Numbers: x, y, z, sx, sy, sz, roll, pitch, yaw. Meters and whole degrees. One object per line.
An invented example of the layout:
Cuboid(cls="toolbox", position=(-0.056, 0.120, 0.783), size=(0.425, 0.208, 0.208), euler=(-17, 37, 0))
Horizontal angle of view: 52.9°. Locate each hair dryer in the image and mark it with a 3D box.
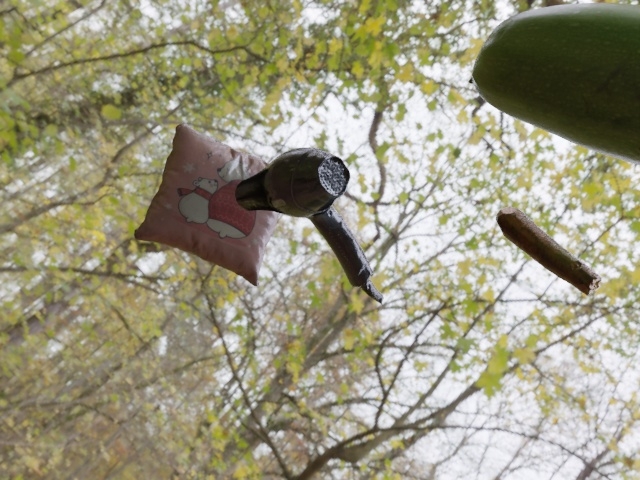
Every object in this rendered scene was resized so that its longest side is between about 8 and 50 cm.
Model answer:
Cuboid(cls="hair dryer", position=(0.000, 0.000, 0.899), size=(0.235, 0.091, 0.272), euler=(-6, -59, 56))

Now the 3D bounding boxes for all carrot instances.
Cuboid(cls="carrot", position=(0.289, 0.011, 0.825), size=(0.171, 0.042, 0.042), euler=(48, -19, 44))

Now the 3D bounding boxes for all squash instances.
Cuboid(cls="squash", position=(0.212, -0.064, 0.320), size=(0.292, 0.082, 0.082), euler=(23, -34, 24))

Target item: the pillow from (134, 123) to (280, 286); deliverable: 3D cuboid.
Cuboid(cls="pillow", position=(-0.176, -0.062, 1.110), size=(0.236, 0.223, 0.084), euler=(24, -15, -12))
